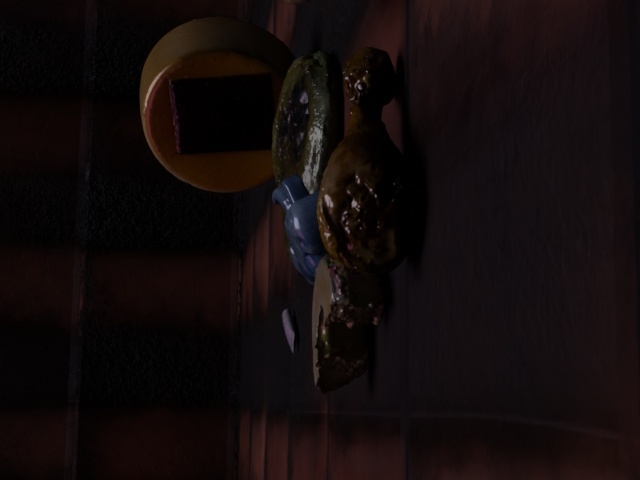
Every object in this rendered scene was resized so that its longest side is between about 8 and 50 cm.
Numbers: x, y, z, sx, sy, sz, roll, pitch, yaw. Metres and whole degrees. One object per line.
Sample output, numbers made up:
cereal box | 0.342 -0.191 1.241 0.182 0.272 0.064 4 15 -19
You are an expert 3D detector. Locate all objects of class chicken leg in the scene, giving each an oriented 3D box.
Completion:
chicken leg | 0.043 -0.080 0.998 0.107 0.087 0.251 89 -177 -54

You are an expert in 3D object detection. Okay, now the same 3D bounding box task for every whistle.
whistle | 0.000 0.000 1.252 0.180 0.093 0.269 64 166 13

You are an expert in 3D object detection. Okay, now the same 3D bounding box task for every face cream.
face cream | -0.052 0.156 1.878 0.115 0.020 0.038 -112 25 -65

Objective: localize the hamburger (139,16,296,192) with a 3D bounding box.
hamburger | -0.160 -0.220 1.761 0.176 0.300 0.300 -88 3 -61

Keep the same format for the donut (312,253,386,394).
donut | 0.027 0.076 1.129 0.166 0.065 0.108 99 170 -47

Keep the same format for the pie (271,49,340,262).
pie | -0.022 -0.126 1.541 0.323 0.070 0.323 -177 90 -81

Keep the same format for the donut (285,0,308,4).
donut | -0.012 -0.465 1.070 0.449 0.198 0.449 -177 90 -80
